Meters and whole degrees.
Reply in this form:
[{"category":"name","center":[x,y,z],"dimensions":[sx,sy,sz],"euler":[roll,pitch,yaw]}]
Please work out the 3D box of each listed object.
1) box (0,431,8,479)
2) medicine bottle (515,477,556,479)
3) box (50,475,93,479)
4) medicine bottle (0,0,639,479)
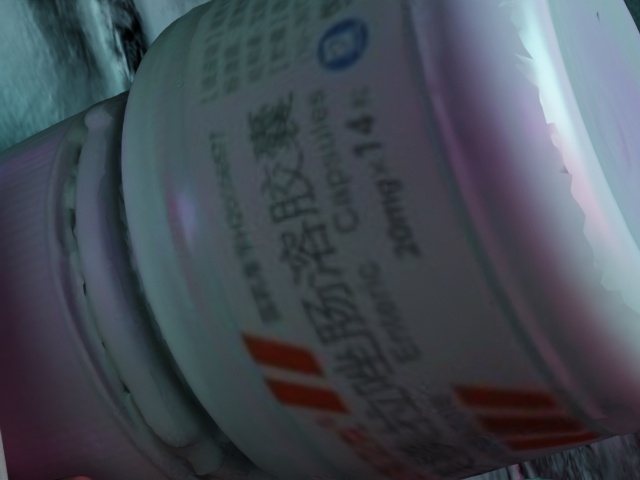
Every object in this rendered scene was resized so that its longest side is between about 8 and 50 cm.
[{"category":"box","center":[-0.184,0.006,0.485],"dimensions":[0.135,0.079,0.269],"euler":[81,-5,-75]},{"category":"medicine bottle","center":[0.142,0.313,0.870],"dimensions":[0.165,0.165,0.273],"euler":[-24,94,-65]},{"category":"box","center":[-0.108,0.166,0.594],"dimensions":[0.122,0.062,0.089],"euler":[50,31,-38]},{"category":"medicine bottle","center":[0.000,0.000,0.629],"dimensions":[0.256,0.325,0.256],"euler":[46,34,-43]}]
